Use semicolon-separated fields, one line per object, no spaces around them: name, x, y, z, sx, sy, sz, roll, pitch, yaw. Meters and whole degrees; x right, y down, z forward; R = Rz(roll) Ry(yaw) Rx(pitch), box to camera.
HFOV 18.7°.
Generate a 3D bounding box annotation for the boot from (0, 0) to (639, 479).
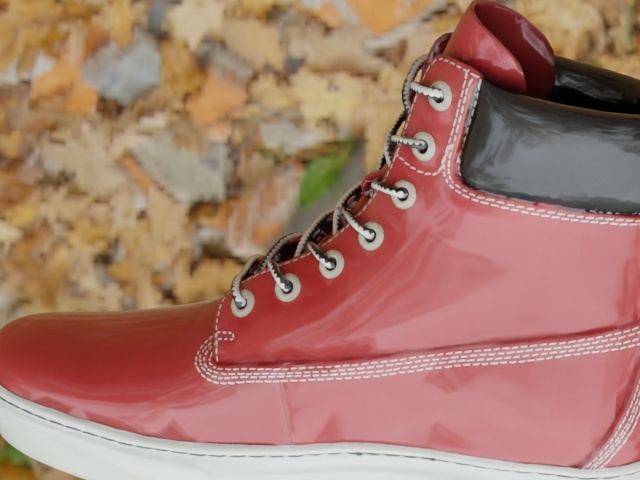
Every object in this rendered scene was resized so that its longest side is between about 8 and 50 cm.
boot;0.000;0.000;0.658;0.244;0.088;0.176;2;117;8
